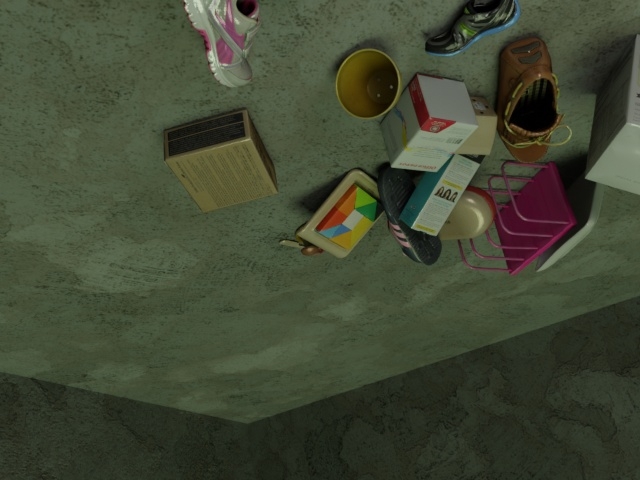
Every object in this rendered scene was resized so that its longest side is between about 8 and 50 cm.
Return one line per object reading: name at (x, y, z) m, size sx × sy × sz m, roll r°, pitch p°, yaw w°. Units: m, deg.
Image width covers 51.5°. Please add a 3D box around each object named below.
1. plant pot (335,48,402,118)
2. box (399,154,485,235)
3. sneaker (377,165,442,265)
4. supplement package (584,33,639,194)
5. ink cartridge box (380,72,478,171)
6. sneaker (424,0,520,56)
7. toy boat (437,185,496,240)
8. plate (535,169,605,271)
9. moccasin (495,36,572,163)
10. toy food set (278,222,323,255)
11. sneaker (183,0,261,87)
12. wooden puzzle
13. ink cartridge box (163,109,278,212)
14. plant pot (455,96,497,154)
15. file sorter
plant pot at (0.110, -0.311, 1.331) m, size 0.134 × 0.134 × 0.095 m, roll -27°, pitch 176°, yaw 27°
box at (0.302, -0.135, 1.652) m, size 0.101 × 0.060 × 0.244 m, roll 16°, pitch 111°, yaw -39°
sneaker at (0.207, -0.066, 1.770) m, size 0.112 × 0.131 × 0.319 m, roll -41°, pitch 122°, yaw -21°
supplement package at (0.716, -0.259, 1.424) m, size 0.199 × 0.262 × 0.198 m, roll 18°, pitch 150°, yaw 5°
ink cartridge box at (0.233, -0.253, 1.459) m, size 0.128 × 0.127 × 0.176 m, roll 4°, pitch 148°, yaw -25°
sneaker at (0.282, -0.415, 1.264) m, size 0.188 × 0.067 × 0.078 m, roll -24°, pitch 128°, yaw 25°
toy boat at (0.373, -0.094, 1.807) m, size 0.231 × 0.151 × 0.151 m, roll -3°, pitch 126°, yaw 49°
plate at (0.706, -0.070, 1.840) m, size 0.045 × 0.278 × 0.277 m, roll 26°, pitch 147°, yaw 2°
moccasin at (0.474, -0.279, 1.479) m, size 0.139 × 0.146 × 0.380 m, roll -13°, pitch 152°, yaw 4°
toy food set at (0.000, 0.000, 1.897) m, size 0.218 × 0.071 × 0.128 m, roll -32°, pitch 146°, yaw 34°
sneaker at (-0.150, -0.362, 1.145) m, size 0.111 × 0.102 × 0.252 m, roll -12°, pitch 153°, yaw 5°
wooden puzzle at (0.078, -0.060, 1.766) m, size 0.238 × 0.044 × 0.221 m, roll -46°, pitch 143°, yaw 11°
ink cartridge box at (-0.217, -0.171, 1.485) m, size 0.193 × 0.088 × 0.234 m, roll -13°, pitch 153°, yaw 5°
plant pot at (0.338, -0.267, 1.507) m, size 0.109 × 0.109 × 0.096 m, roll -1°, pitch 138°, yaw -18°
file sorter at (0.521, -0.061, 1.847) m, size 0.182 × 0.202 × 0.290 m, roll 4°, pitch 149°, yaw -20°
